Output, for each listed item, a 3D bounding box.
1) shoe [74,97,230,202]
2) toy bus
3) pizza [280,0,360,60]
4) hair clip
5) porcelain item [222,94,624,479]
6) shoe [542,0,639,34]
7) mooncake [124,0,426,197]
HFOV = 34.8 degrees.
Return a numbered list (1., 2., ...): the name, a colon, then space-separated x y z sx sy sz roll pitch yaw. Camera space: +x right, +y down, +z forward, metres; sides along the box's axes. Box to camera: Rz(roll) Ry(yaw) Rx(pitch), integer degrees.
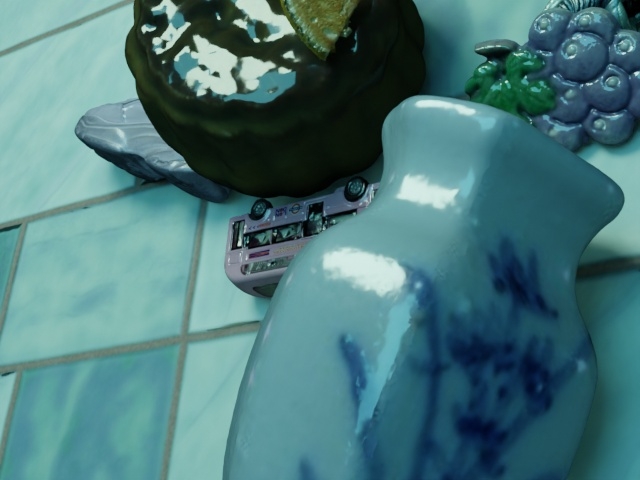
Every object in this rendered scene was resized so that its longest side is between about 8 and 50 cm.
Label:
1. shoe: -0.171 -0.135 1.144 0.245 0.095 0.137 19 74 38
2. toy bus: 0.000 0.000 0.957 0.203 0.063 0.090 -13 62 34
3. pizza: 0.007 -0.198 0.871 0.078 0.025 0.083 -24 84 -15
4. hair clip: 0.212 -0.137 0.870 0.195 0.052 0.124 -9 93 29
5. porcelain item: 0.064 0.114 0.728 0.178 0.242 0.405 4 70 58
6. shoe: 0.253 -0.200 0.882 0.143 0.064 0.071 -33 50 10
7. mooncake: -0.044 -0.191 0.984 0.290 0.161 0.290 -5 66 13
